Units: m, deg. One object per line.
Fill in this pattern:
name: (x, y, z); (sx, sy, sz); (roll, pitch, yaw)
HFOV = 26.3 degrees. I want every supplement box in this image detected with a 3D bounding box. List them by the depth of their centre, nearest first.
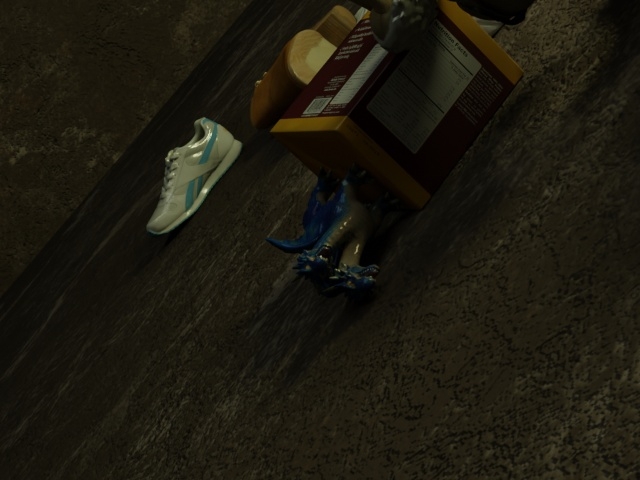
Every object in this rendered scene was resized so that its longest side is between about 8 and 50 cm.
supplement box: (0.080, -0.150, 1.494); (0.194, 0.129, 0.191); (-52, 20, -12)

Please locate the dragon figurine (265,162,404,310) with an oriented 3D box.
dragon figurine: (0.000, 0.000, 1.459); (0.144, 0.085, 0.289); (-52, 17, -13)

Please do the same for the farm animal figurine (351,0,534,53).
farm animal figurine: (0.189, -0.343, 1.289); (0.330, 0.172, 0.327); (-13, 56, 64)

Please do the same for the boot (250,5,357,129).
boot: (-0.043, -0.244, 2.166); (0.211, 0.104, 0.295); (-46, 10, 30)

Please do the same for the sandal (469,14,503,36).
sandal: (0.142, -0.256, 1.653); (0.265, 0.102, 0.076); (-50, 18, 2)

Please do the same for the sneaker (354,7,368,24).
sneaker: (0.101, -0.359, 2.043); (0.115, 0.090, 0.232); (-35, 19, 50)

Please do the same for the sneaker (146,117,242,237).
sneaker: (-0.234, -0.104, 2.337); (0.229, 0.092, 0.087); (-55, 18, -18)
